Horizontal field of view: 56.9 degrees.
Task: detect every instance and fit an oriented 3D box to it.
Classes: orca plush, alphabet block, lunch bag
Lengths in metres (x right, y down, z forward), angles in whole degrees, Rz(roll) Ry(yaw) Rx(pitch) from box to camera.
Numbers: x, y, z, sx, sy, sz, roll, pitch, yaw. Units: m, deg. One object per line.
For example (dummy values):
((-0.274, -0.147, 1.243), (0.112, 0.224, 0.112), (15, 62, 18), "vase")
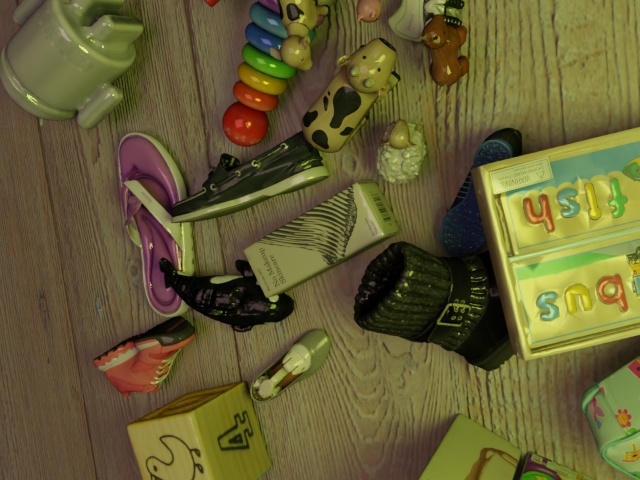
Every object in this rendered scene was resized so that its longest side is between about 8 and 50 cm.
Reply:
((-0.202, 0.107, 1.176), (0.287, 0.102, 0.151), (27, 106, 7), "orca plush")
((-0.248, 0.429, 1.231), (0.193, 0.193, 0.197), (-19, 88, 26), "alphabet block")
((0.519, 0.227, 0.810), (0.224, 0.107, 0.279), (29, 121, -27), "lunch bag")

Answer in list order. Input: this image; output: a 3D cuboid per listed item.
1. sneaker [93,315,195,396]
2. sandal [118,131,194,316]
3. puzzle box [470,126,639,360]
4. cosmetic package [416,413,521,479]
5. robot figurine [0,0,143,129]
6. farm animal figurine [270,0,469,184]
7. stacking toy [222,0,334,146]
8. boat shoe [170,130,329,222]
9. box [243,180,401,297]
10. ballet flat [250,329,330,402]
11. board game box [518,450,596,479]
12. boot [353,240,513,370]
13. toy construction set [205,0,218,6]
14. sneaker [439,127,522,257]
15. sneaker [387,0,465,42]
((-0.374, 0.270, 1.335), (0.314, 0.116, 0.136), (-25, 96, 34), "sneaker")
((-0.364, -0.035, 1.273), (0.170, 0.102, 0.415), (-15, 90, 28), "sandal")
((0.432, -0.015, 0.796), (0.409, 0.052, 0.271), (-14, 92, 0), "puzzle box")
((0.210, 0.419, 0.936), (0.129, 0.296, 0.153), (27, 110, 20), "cosmetic package")
((-0.539, -0.391, 1.257), (0.354, 0.200, 0.299), (-31, 89, 27), "robot figurine")
((0.043, -0.265, 0.915), (0.331, 0.172, 0.326), (27, 131, 9), "farm animal figurine")
((-0.101, -0.325, 1.087), (0.141, 0.141, 0.330), (35, 115, 19), "stacking toy")
((-0.154, -0.121, 1.140), (0.340, 0.127, 0.113), (-17, 90, 26), "boat shoe")
((0.000, 0.000, 1.097), (0.275, 0.094, 0.113), (-30, 83, 27), "box")
((-0.063, 0.259, 1.181), (0.213, 0.068, 0.072), (-45, 77, 25), "ballet flat")
((0.342, 0.465, 0.886), (0.142, 0.275, 0.144), (19, 106, 24), "board game box")
((0.232, 0.039, 0.894), (0.260, 0.131, 0.347), (24, 112, -15), "boot")
((-0.215, -0.624, 1.069), (0.237, 0.257, 0.309), (-39, 100, 14), "toy construction set")
((0.268, -0.075, 0.965), (0.081, 0.090, 0.232), (32, 132, 18), "sneaker")
((0.179, -0.462, 0.939), (0.118, 0.110, 0.291), (19, 105, 33), "sneaker")
